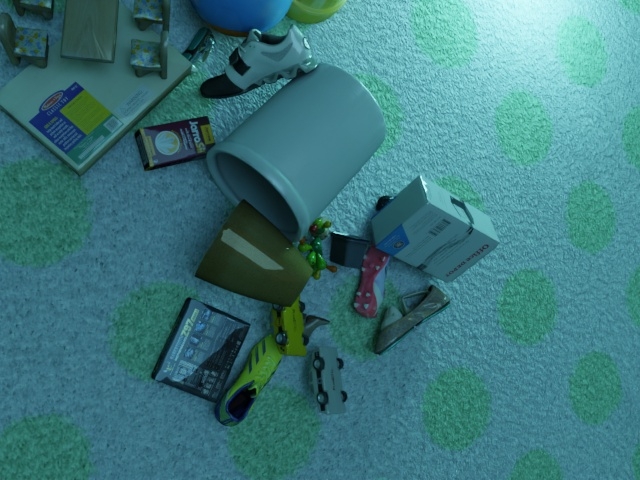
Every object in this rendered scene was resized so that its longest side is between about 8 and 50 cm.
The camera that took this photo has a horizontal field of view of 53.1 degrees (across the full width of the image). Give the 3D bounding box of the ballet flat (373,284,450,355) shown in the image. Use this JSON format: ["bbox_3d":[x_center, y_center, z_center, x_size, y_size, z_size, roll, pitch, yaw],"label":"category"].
[{"bbox_3d":[0.262,0.235,1.976,0.316,0.107,0.106,-30,80,-29],"label":"ballet flat"}]

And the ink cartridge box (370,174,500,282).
[{"bbox_3d":[0.340,-0.027,1.916,0.308,0.223,0.129,26,38,-29],"label":"ink cartridge box"}]

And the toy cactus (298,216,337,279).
[{"bbox_3d":[0.000,0.000,1.829,0.180,0.112,0.218,-73,160,-45],"label":"toy cactus"}]

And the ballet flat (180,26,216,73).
[{"bbox_3d":[-0.345,-0.492,1.739,0.070,0.070,0.188,41,76,-18],"label":"ballet flat"}]

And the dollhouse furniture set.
[{"bbox_3d":[-0.534,-0.618,1.497,0.363,0.256,0.393,3,76,-13],"label":"dollhouse furniture set"}]

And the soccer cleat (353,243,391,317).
[{"bbox_3d":[0.168,0.116,1.947,0.095,0.083,0.247,39,63,-51],"label":"soccer cleat"}]

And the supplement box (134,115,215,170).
[{"bbox_3d":[-0.381,-0.257,1.695,0.188,0.081,0.104,-17,94,-25],"label":"supplement box"}]

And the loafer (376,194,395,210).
[{"bbox_3d":[0.277,-0.074,1.997,0.223,0.078,0.076,27,77,-22],"label":"loafer"}]

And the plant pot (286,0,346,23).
[{"bbox_3d":[0.000,-0.779,1.817,0.254,0.239,0.253,2,86,-26],"label":"plant pot"}]

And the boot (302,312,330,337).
[{"bbox_3d":[-0.036,0.259,1.857,0.119,0.042,0.086,18,86,-22],"label":"boot"}]

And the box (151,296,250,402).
[{"bbox_3d":[-0.317,0.292,1.708,0.184,0.059,0.232,27,77,-22],"label":"box"}]

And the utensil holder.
[{"bbox_3d":[-0.057,-0.241,1.722,0.327,0.328,0.385,48,67,-16],"label":"utensil holder"}]

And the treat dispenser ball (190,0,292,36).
[{"bbox_3d":[-0.210,-0.684,1.683,0.288,0.288,0.287,1,87,-25],"label":"treat dispenser ball"}]

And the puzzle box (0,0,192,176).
[{"bbox_3d":[-0.559,-0.390,1.599,0.272,0.052,0.409,42,71,-2],"label":"puzzle box"}]

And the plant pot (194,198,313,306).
[{"bbox_3d":[-0.156,0.059,1.667,0.254,0.237,0.237,32,74,-4],"label":"plant pot"}]

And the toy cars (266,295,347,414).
[{"bbox_3d":[-0.046,0.315,1.785,0.393,0.087,0.176,58,38,-15],"label":"toy cars"}]

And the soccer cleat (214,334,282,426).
[{"bbox_3d":[-0.174,0.376,1.728,0.093,0.121,0.289,44,60,-14],"label":"soccer cleat"}]

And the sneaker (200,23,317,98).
[{"bbox_3d":[-0.185,-0.480,1.696,0.331,0.122,0.146,-16,122,15],"label":"sneaker"}]

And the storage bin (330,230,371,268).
[{"bbox_3d":[0.085,0.030,1.879,0.098,0.135,0.091,9,95,-25],"label":"storage bin"}]
